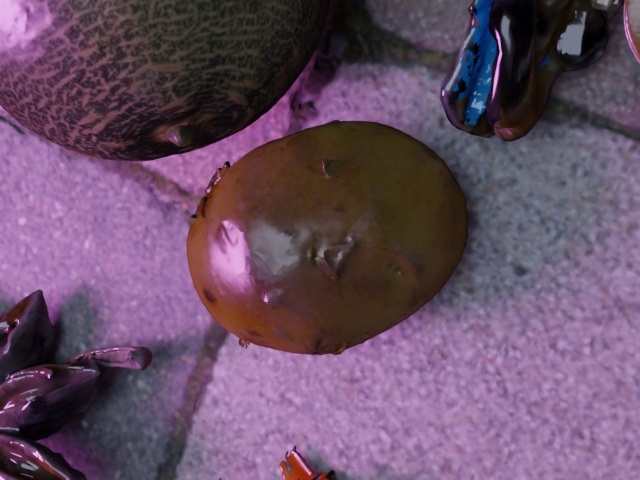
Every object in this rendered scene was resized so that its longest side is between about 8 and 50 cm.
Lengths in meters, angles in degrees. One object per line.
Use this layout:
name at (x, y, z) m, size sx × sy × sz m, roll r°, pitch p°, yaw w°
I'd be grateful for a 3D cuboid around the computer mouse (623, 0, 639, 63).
computer mouse at (0.242, -0.182, 0.630) m, size 0.126 × 0.056 × 0.245 m, roll 23°, pitch 85°, yaw 8°

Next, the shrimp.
shrimp at (0.124, -0.281, 0.719) m, size 0.221 × 0.110 × 0.445 m, roll 7°, pitch 89°, yaw 32°

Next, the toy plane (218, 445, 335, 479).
toy plane at (-0.031, 0.230, 0.791) m, size 0.135 × 0.062 × 0.188 m, roll 23°, pitch 85°, yaw 18°

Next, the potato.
potato at (0.000, 0.000, 0.754) m, size 0.176 × 0.137 × 0.137 m, roll -27°, pitch 79°, yaw 18°

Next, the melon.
melon at (-0.118, -0.205, 0.740) m, size 0.249 × 0.248 × 0.329 m, roll -19°, pitch 73°, yaw 21°

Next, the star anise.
star anise at (-0.233, 0.127, 0.856) m, size 0.262 × 0.081 × 0.230 m, roll -20°, pitch 53°, yaw 1°
